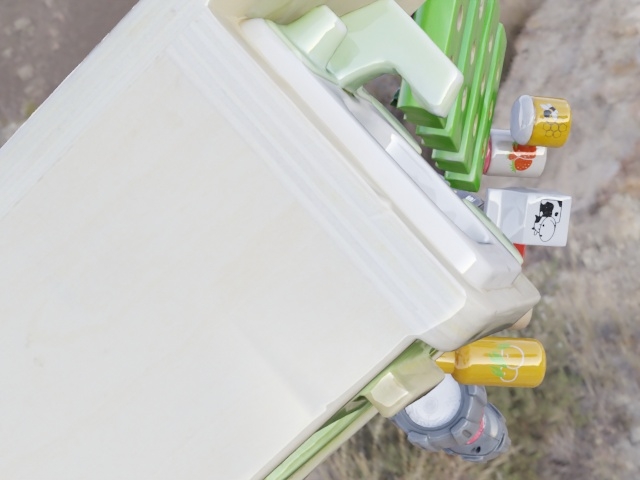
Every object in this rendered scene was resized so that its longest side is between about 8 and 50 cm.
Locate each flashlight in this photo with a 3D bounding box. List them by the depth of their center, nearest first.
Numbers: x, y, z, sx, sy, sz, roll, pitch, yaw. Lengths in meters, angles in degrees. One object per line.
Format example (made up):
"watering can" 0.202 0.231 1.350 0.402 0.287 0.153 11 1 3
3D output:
"flashlight" 0.156 0.198 1.328 0.103 0.304 0.103 -21 67 12

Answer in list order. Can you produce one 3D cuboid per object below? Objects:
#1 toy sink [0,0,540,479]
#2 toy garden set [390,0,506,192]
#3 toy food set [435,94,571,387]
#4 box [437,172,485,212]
"toy sink" -0.015 0.008 0.396 0.234 0.131 0.153 -44 -11 11
"toy garden set" 0.060 -0.057 0.696 0.049 0.204 0.244 10 -5 14
"toy food set" 0.129 -0.005 0.961 0.104 0.232 0.111 3 12 -9
"box" 0.104 0.007 1.528 0.183 0.231 0.056 32 45 27
